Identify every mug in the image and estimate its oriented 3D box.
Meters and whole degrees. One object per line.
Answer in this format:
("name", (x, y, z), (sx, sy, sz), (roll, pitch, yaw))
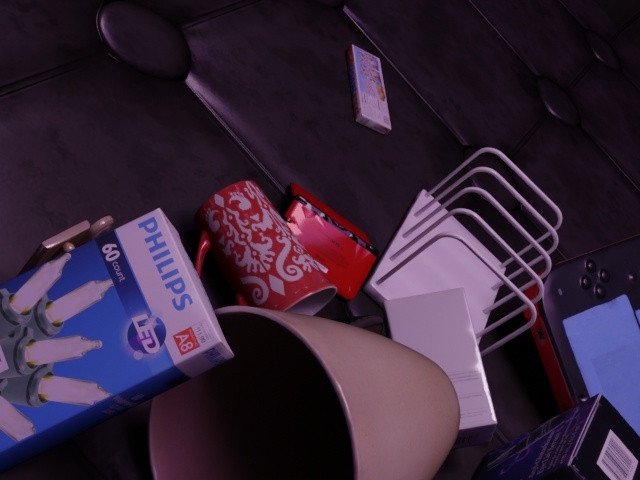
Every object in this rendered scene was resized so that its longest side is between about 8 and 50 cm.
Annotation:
("mug", (-0.083, 0.023, 1.010), (0.150, 0.113, 0.169), (-14, 65, -50))

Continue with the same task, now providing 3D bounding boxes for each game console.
("game console", (0.000, 0.000, 1.181), (0.144, 0.085, 0.124), (35, 72, -15))
("game console", (0.496, 0.193, 1.305), (0.341, 0.060, 0.387), (-16, 84, -26))

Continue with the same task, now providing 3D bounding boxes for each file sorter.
("file sorter", (0.226, 0.018, 1.250), (0.193, 0.173, 0.278), (43, 38, -7))

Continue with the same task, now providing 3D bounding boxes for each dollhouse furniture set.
("dollhouse furniture set", (-0.202, 0.063, 0.851), (0.151, 0.123, 0.144), (50, 39, 2))

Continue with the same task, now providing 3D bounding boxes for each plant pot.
("plant pot", (0.017, 0.185, 0.847), (0.274, 0.256, 0.257), (0, 58, -50))

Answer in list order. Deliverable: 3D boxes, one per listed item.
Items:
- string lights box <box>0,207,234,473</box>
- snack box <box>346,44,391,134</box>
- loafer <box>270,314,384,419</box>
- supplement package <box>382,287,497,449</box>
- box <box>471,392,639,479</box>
("string lights box", (-0.220, 0.094, 0.723), (0.259, 0.077, 0.133), (-27, 73, -4))
("snack box", (0.082, -0.262, 1.469), (0.064, 0.022, 0.178), (20, 47, -29))
("loafer", (-0.003, 0.150, 1.015), (0.220, 0.080, 0.078), (-23, 98, -40))
("supplement package", (0.145, 0.165, 1.064), (0.105, 0.105, 0.179), (-9, 62, 1))
("box", (0.279, 0.304, 1.031), (0.108, 0.207, 0.153), (49, 38, 2))
